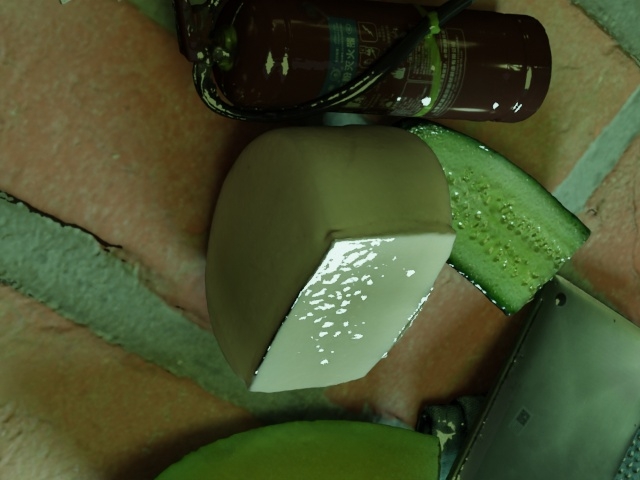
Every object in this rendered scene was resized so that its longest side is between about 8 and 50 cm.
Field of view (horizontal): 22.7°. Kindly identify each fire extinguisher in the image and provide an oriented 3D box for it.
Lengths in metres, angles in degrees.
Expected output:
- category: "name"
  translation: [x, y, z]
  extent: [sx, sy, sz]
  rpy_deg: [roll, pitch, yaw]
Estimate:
- category: "fire extinguisher"
  translation: [0.030, -0.162, 1.303]
  extent: [0.341, 0.105, 0.141]
  rpy_deg: [1, 109, -29]

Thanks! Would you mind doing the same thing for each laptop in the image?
- category: "laptop"
  translation: [0.235, 0.189, 1.582]
  extent: [0.187, 0.015, 0.269]
  rpy_deg: [31, 82, -28]

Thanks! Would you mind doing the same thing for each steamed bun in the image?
- category: "steamed bun"
  translation: [0.000, 0.000, 1.322]
  extent: [0.146, 0.164, 0.242]
  rpy_deg: [-2, 141, -27]

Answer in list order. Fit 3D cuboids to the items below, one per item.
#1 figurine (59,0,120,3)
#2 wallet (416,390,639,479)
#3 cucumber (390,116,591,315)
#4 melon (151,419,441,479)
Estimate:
- category: "figurine"
  translation: [-0.154, -0.215, 1.214]
  extent: [0.109, 0.047, 0.064]
  rpy_deg: [-26, 127, -10]
- category: "wallet"
  translation: [0.249, 0.258, 1.653]
  extent: [0.342, 0.075, 0.237]
  rpy_deg: [-4, 111, -26]
- category: "cucumber"
  translation: [0.132, -0.036, 1.445]
  extent: [0.244, 0.063, 0.115]
  rpy_deg: [41, 85, -36]
- category: "melon"
  translation: [-0.050, 0.261, 1.465]
  extent: [0.323, 0.124, 0.196]
  rpy_deg: [7, 110, -24]
